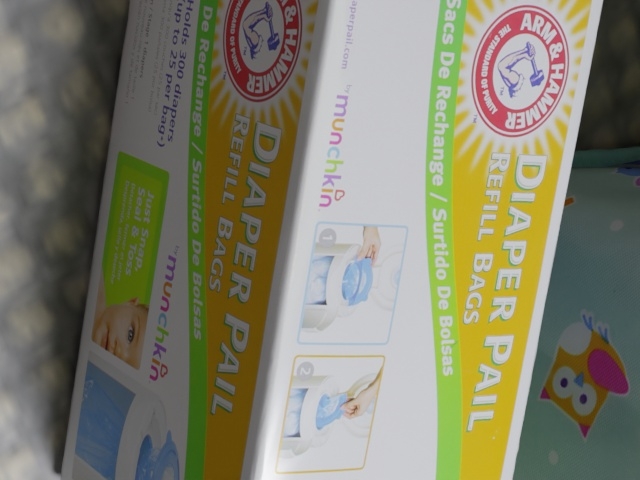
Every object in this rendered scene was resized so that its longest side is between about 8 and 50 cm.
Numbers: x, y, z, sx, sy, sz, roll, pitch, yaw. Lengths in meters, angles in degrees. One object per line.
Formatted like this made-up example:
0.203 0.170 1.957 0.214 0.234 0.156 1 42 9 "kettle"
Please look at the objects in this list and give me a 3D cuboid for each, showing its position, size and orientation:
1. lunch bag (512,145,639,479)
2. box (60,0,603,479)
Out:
0.202 0.058 0.641 0.262 0.223 0.160 -3 112 -37 "lunch bag"
0.000 0.000 0.546 0.103 0.114 0.203 1 103 -36 "box"
